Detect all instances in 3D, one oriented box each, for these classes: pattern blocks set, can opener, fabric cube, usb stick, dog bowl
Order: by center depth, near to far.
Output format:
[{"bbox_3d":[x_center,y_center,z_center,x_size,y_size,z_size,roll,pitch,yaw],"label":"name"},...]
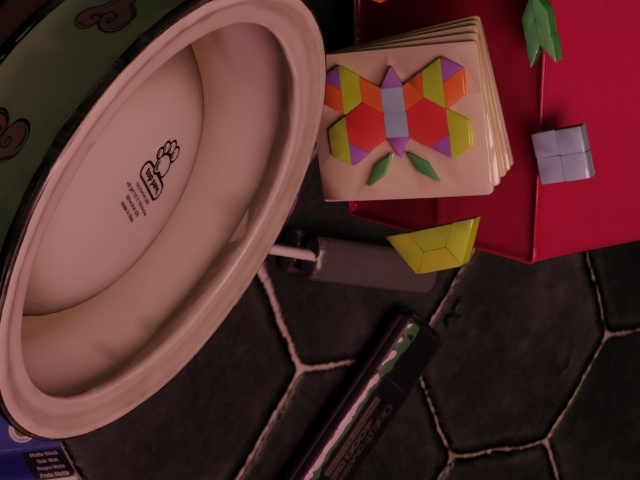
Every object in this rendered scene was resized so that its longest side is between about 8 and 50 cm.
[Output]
[{"bbox_3d":[-0.172,-0.049,1.283,0.408,0.150,0.408,-47,155,-30],"label":"dog bowl"},{"bbox_3d":[0.071,-0.110,1.399,0.026,0.325,0.285,-24,94,-59],"label":"pattern blocks set"},{"bbox_3d":[0.203,-0.137,1.527,0.258,0.259,0.254,-11,109,-39],"label":"fabric cube"},{"bbox_3d":[0.000,0.000,1.559,0.280,0.074,0.093,14,95,-37],"label":"can opener"},{"bbox_3d":[0.032,0.195,1.661,0.278,0.045,0.077,-56,134,-8],"label":"usb stick"}]

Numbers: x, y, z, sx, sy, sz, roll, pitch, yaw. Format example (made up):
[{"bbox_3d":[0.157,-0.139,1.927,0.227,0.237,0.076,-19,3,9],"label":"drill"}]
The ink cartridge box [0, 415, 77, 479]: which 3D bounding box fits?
[{"bbox_3d":[-0.329,0.261,1.428,0.223,0.045,0.223,-3,106,-34],"label":"ink cartridge box"}]
